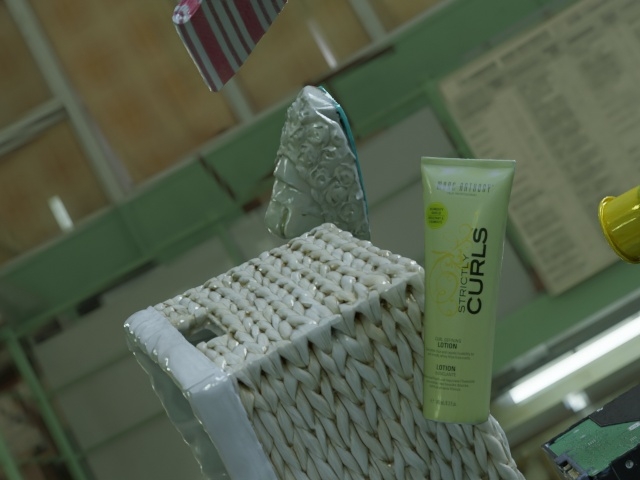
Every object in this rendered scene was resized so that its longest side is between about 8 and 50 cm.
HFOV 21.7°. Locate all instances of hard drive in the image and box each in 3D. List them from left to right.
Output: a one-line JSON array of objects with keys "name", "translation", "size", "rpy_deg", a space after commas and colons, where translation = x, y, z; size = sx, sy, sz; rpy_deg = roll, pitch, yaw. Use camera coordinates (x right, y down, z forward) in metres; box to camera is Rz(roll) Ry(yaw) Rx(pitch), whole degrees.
[{"name": "hard drive", "translation": [0.462, 0.222, 2.151], "size": [0.339, 0.064, 0.237], "rpy_deg": [-31, 6, -2]}]

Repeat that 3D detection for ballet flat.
[{"name": "ballet flat", "translation": [0.000, 0.000, 2.195], "size": [0.147, 0.147, 0.409], "rpy_deg": [-25, -56, -16]}]

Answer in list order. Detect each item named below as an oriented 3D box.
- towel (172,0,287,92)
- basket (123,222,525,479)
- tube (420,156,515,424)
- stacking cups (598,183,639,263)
[{"name": "towel", "translation": [-0.070, -0.250, 1.608], "size": [0.197, 0.029, 0.144], "rpy_deg": [-55, -23, -13]}, {"name": "basket", "translation": [0.003, 0.184, 1.721], "size": [0.266, 0.331, 0.328], "rpy_deg": [-31, 17, -11]}, {"name": "tube", "translation": [0.126, 0.045, 1.517], "size": [0.070, 0.240, 0.062], "rpy_deg": [2, 3, -14]}, {"name": "stacking cups", "translation": [0.485, -0.073, 2.013], "size": [0.316, 0.096, 0.096], "rpy_deg": [-30, -11, 39]}]
